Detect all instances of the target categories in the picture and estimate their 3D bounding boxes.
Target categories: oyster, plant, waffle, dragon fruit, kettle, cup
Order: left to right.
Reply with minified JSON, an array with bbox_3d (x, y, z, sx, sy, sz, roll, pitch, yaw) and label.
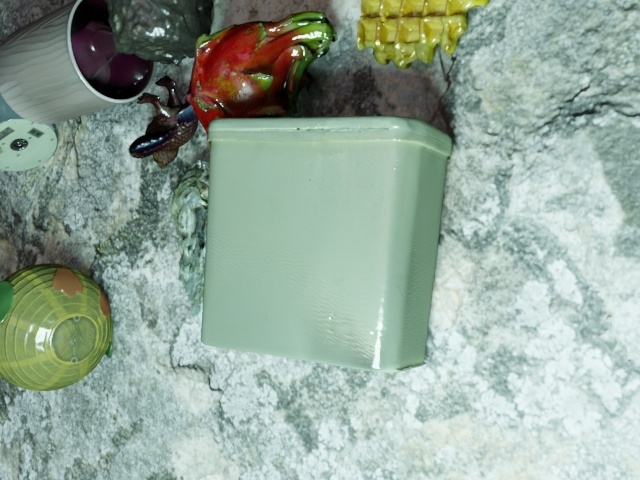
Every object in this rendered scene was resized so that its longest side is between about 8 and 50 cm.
[{"bbox_3d":[-0.665,-0.308,1.763,0.211,0.160,0.243,-31,60,10],"label":"kettle"},{"bbox_3d":[-0.487,-0.385,1.590,0.273,0.208,0.288,-10,80,37],"label":"cup"},{"bbox_3d":[-0.297,-0.451,1.475,0.204,0.178,0.234,0,90,37],"label":"plant"},{"bbox_3d":[-0.186,0.001,1.385,0.198,0.112,0.267,-37,68,28],"label":"oyster"},{"bbox_3d":[-0.093,-0.262,1.324,0.269,0.198,0.200,-8,116,10],"label":"dragon fruit"},{"bbox_3d":[0.166,-0.370,1.198,0.219,0.057,0.229,8,91,37],"label":"waffle"}]

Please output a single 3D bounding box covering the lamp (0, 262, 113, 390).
[{"bbox_3d":[-0.540,0.165,1.556,0.284,0.250,0.250,6,89,45],"label":"lamp"}]

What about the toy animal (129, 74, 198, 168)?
[{"bbox_3d":[-0.267,-0.199,1.457,0.116,0.218,0.179,20,141,14],"label":"toy animal"}]

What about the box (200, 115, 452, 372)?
[{"bbox_3d":[0.000,0.000,1.191,0.352,0.177,0.343,4,91,28],"label":"box"}]
